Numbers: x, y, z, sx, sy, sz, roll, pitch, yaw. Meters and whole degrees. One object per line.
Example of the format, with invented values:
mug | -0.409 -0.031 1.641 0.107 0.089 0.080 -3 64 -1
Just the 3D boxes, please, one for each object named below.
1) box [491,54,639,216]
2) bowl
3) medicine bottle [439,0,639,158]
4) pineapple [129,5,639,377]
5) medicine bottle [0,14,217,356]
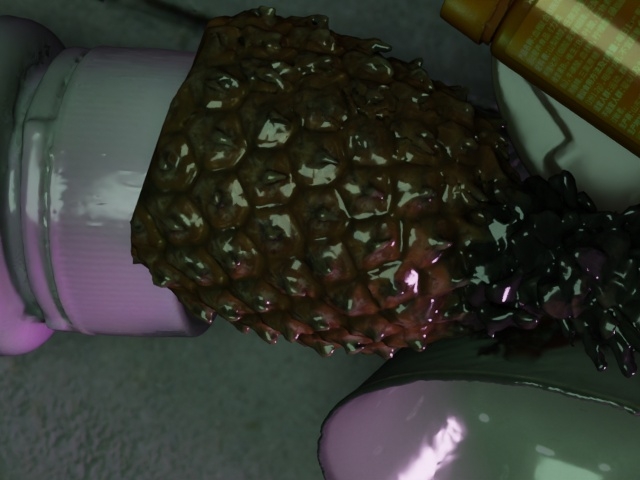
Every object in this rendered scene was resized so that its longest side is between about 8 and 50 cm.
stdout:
box | 0.267 -0.111 1.155 0.301 0.216 0.301 1 98 9
bowl | 0.178 0.123 1.199 0.337 0.337 0.157 15 59 9
medicine bottle | 0.172 -0.113 1.017 0.192 0.096 0.096 36 102 6
pineapple | 0.067 -0.006 1.047 0.362 0.202 0.202 20 100 18
medicine bottle | -0.223 -0.038 1.241 0.302 0.241 0.241 3 97 11
